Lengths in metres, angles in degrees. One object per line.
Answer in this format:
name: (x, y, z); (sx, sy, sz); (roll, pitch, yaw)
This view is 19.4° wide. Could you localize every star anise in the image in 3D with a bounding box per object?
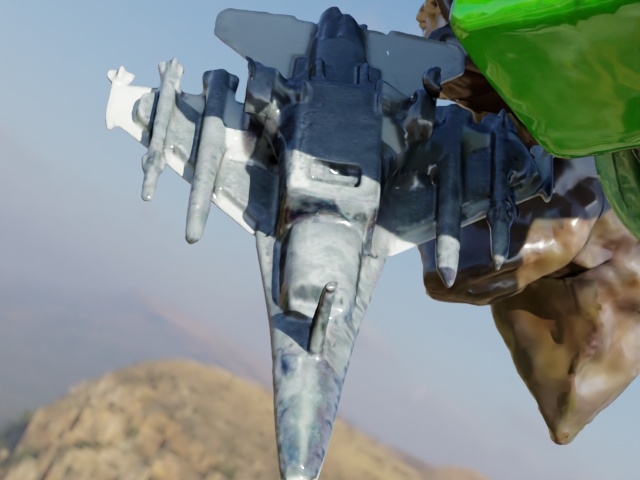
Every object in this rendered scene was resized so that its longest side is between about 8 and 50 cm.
star anise: (0.137, -0.065, 0.851); (0.108, 0.315, 0.315); (7, -18, 41)

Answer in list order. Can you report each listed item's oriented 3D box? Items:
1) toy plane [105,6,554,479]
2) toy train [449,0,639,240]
toy plane: (0.003, -0.016, 0.613); (0.160, 0.082, 0.234); (10, 33, -4)
toy train: (0.138, -0.110, 0.573); (0.132, 0.243, 0.188); (-7, -41, 42)
